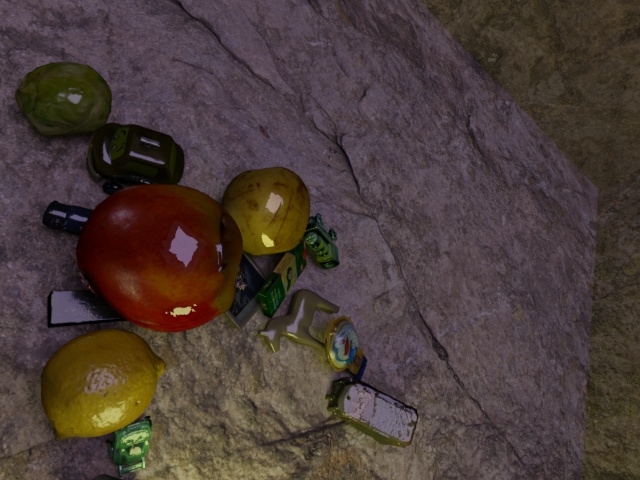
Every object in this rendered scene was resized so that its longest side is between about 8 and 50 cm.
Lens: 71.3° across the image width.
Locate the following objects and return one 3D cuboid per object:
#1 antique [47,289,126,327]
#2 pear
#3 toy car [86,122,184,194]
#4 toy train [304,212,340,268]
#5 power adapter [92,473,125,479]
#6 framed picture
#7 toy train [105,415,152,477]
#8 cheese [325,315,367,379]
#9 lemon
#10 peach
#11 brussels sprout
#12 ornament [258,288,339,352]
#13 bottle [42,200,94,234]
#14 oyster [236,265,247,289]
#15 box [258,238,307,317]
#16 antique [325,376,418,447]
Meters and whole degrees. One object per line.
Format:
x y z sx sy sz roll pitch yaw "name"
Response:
-0.550 0.165 1.112 0.220 0.081 0.080 1 76 -35 "antique"
-0.162 -0.088 1.348 0.280 0.280 0.281 11 69 -31 "pear"
-0.489 -0.231 1.208 0.247 0.198 0.205 14 69 -28 "toy car"
-0.001 0.000 1.486 0.200 0.083 0.132 43 32 -53 "toy train"
-0.444 0.597 0.962 0.130 0.204 0.125 32 59 -19 "power adapter"
-0.271 0.100 1.329 0.281 0.019 0.209 52 42 -12 "framed picture"
-0.446 0.486 1.056 0.099 0.149 0.081 -6 51 -36 "toy train"
0.086 0.354 1.455 0.270 0.069 0.177 57 45 -35 "cheese"
-0.489 0.315 1.013 0.253 0.228 0.229 -21 86 -47 "lemon"
-0.369 0.042 1.050 0.369 0.370 0.371 11 69 -31 "peach"
-0.663 -0.375 1.161 0.222 0.161 0.224 7 64 -16 "brussels sprout"
-0.069 0.263 1.412 0.244 0.061 0.231 31 61 -26 "ornament"
-0.579 -0.037 1.161 0.244 0.072 0.082 17 39 -28 "bottle"
-0.240 0.108 1.326 0.054 0.019 0.083 1 69 -46 "oyster"
-0.113 0.115 1.397 0.034 0.132 0.235 20 54 19 "box"
0.155 0.545 1.434 0.284 0.150 0.125 33 60 -12 "antique"
